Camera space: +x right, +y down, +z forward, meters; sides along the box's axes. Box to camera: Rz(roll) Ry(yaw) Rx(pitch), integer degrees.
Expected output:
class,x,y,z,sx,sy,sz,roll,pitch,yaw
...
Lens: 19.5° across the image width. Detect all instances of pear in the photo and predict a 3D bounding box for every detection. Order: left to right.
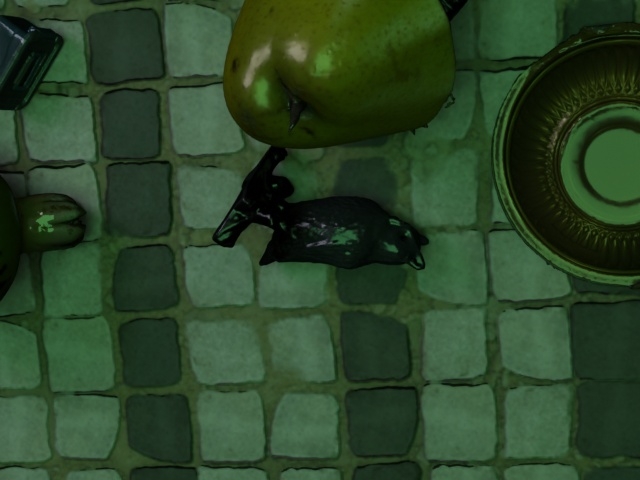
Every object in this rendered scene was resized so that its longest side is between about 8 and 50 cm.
class,x,y,z,sx,sy,sz,roll,pitch,yaw
pear,-0.013,-0.168,1.796,0.267,0.178,0.267,32,144,26

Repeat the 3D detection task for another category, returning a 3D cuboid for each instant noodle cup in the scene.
class,x,y,z,sx,sy,sz,roll,pitch,yaw
instant noodle cup,0.300,-0.077,1.839,0.274,0.091,0.274,2,99,12

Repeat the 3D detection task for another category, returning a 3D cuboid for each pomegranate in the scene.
class,x,y,z,sx,sy,sz,roll,pitch,yaw
pomegranate,-0.372,-0.006,1.965,0.248,0.202,0.202,-7,99,-17

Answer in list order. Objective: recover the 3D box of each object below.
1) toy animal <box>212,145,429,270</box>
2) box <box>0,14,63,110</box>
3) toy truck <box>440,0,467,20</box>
class,x,y,z,sx,sy,sz,roll,pitch,yaw
toy animal,0.003,0.003,1.920,0.210,0.121,0.117,24,123,1
box,-0.328,-0.192,1.974,0.054,0.074,0.099,38,105,19
toy truck,0.134,-0.321,1.825,0.136,0.111,0.286,43,104,0
